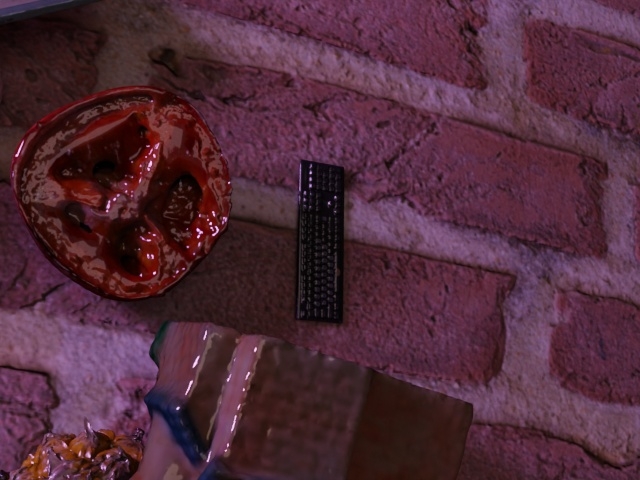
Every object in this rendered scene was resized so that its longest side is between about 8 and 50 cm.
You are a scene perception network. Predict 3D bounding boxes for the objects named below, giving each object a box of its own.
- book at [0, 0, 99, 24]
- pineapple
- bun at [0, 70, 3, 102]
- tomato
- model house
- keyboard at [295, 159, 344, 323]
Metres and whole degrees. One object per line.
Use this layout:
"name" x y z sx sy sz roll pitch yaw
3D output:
"book" -0.385 -0.293 0.903 0.282 0.025 0.215 -23 62 -27
"pineapple" -0.223 0.282 0.838 0.224 0.076 0.225 5 76 -22
"bun" -0.394 -0.167 0.872 0.138 0.094 0.138 7 71 -23
"tomato" -0.214 -0.047 0.914 0.227 0.101 0.228 2 85 -21
"model house" -0.045 0.249 0.826 0.312 0.245 0.280 22 77 -25
"keyboard" 0.000 0.000 1.034 0.063 0.010 0.198 7 74 -22
